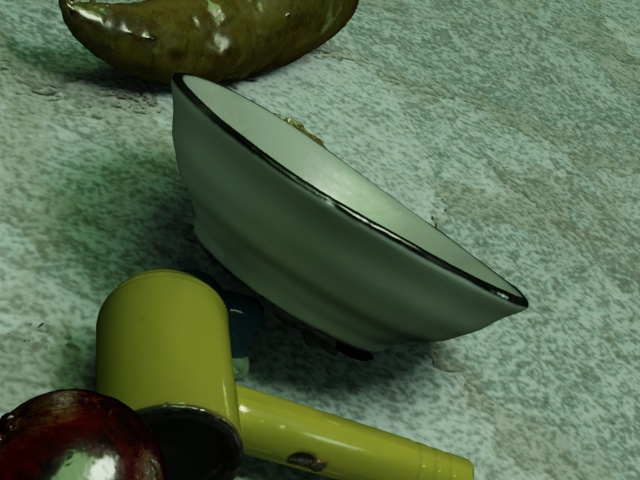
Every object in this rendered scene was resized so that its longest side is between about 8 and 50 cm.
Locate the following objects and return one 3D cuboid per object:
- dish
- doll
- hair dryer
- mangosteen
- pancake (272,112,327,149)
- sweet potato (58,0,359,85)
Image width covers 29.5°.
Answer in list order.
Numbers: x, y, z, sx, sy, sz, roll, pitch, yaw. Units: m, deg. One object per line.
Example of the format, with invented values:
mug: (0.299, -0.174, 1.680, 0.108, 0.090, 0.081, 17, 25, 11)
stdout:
dish: (0.000, 0.000, 0.908, 0.316, 0.106, 0.316, 32, 9, -6)
doll: (-0.081, 0.051, 0.873, 0.083, 0.050, 0.076, 22, 29, -9)
hair dryer: (-0.019, 0.120, 0.809, 0.278, 0.090, 0.135, 22, 31, -25)
mangosteen: (-0.131, 0.150, 0.644, 0.140, 0.140, 0.140, 21, 34, -15)
pancake: (-0.046, -0.069, 1.080, 0.151, 0.025, 0.152, 21, 35, -15)
sweet potato: (-0.084, -0.219, 1.167, 0.130, 0.130, 0.422, 41, 39, 16)
